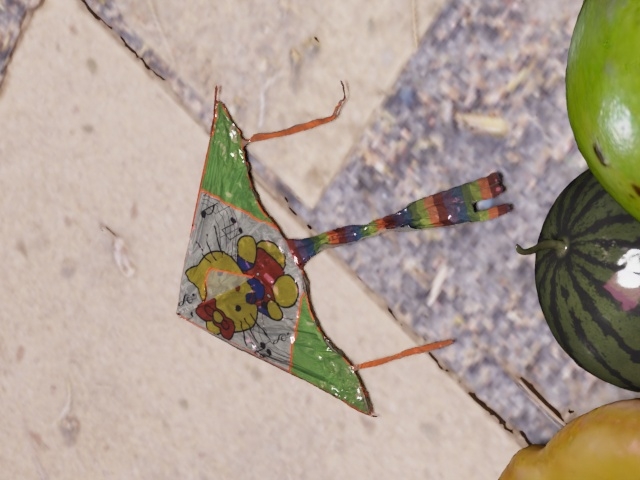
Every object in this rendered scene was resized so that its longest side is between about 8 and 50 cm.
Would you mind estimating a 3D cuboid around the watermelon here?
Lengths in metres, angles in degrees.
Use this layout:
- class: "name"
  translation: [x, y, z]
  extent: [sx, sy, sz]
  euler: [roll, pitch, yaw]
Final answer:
- class: "watermelon"
  translation: [0.134, 0.011, 0.708]
  extent: [0.105, 0.133, 0.105]
  euler: [-26, 57, 50]

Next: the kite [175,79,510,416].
- class: "kite"
  translation: [0.000, 0.000, 0.887]
  extent: [0.244, 0.006, 0.198]
  euler: [-23, 90, 40]

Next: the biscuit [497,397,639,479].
- class: "biscuit"
  translation: [0.185, 0.189, 0.784]
  extent: [0.260, 0.041, 0.203]
  euler: [40, 125, 23]

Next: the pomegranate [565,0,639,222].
- class: "pomegranate"
  translation: [0.166, -0.087, 0.637]
  extent: [0.156, 0.156, 0.220]
  euler: [-49, 32, 37]
